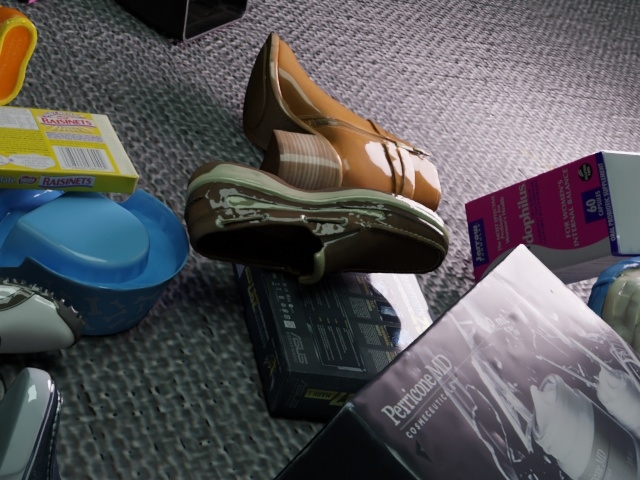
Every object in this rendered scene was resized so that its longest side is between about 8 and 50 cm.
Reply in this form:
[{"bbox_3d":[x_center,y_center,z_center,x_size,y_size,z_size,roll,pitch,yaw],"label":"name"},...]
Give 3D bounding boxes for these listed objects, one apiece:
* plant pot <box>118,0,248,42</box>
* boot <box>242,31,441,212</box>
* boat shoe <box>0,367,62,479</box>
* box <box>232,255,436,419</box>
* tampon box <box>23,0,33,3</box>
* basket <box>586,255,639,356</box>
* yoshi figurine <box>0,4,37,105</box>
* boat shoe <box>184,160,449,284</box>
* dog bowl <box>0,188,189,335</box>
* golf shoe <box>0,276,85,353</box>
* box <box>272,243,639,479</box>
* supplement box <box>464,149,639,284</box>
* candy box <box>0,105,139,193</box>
[{"bbox_3d":[-0.209,-0.414,1.445,0.167,0.188,0.187,21,30,16],"label":"plant pot"},{"bbox_3d":[0.027,-0.143,1.258,0.220,0.109,0.283,8,37,-23],"label":"boot"},{"bbox_3d":[-0.169,0.170,0.616,0.083,0.183,0.065,14,5,-25],"label":"boat shoe"},{"bbox_3d":[0.021,0.075,0.982,0.183,0.059,0.233,8,35,-23],"label":"box"},{"bbox_3d":[-0.416,-0.409,1.357,0.161,0.101,0.120,29,32,6],"label":"tampon box"},{"bbox_3d":[0.345,0.114,1.040,0.254,0.201,0.289,4,11,-27],"label":"basket"},{"bbox_3d":[-0.480,-0.242,1.017,0.362,0.204,0.203,35,53,18],"label":"yoshi figurine"},{"bbox_3d":[-0.002,0.005,0.942,0.257,0.095,0.095,10,46,-10],"label":"boat shoe"},{"bbox_3d":[-0.263,-0.019,0.914,0.297,0.074,0.166,31,32,10],"label":"dog bowl"},{"bbox_3d":[-0.286,0.074,0.776,0.198,0.077,0.094,11,48,-14],"label":"golf shoe"},{"bbox_3d":[0.147,0.206,0.680,0.312,0.179,0.343,44,29,9],"label":"box"},{"bbox_3d":[0.277,-0.015,1.123,0.113,0.220,0.111,0,77,-32],"label":"supplement box"},{"bbox_3d":[-0.276,-0.084,0.904,0.205,0.027,0.105,1,36,-34],"label":"candy box"}]
